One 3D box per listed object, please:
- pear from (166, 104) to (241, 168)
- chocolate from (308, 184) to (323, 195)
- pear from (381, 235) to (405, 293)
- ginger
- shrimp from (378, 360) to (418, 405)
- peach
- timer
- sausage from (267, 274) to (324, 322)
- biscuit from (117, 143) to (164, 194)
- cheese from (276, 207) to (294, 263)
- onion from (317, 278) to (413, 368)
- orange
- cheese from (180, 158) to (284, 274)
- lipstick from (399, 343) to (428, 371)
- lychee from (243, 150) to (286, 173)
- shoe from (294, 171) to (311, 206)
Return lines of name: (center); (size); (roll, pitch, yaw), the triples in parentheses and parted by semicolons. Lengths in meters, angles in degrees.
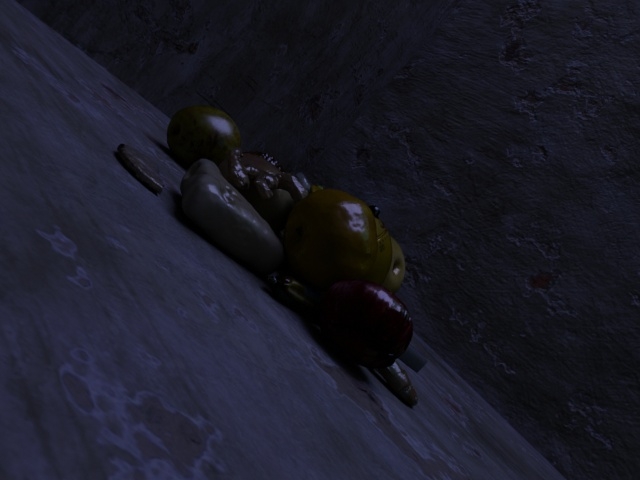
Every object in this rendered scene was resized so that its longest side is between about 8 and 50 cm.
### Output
pear: (-0.451, -0.387, 2.215); (0.284, 0.283, 0.283); (41, 4, -3)
chocolate: (0.000, 0.000, 2.139); (0.301, 0.288, 0.137); (43, -7, 9)
pear: (0.223, 0.120, 2.633); (0.348, 0.348, 0.348); (41, 4, -3)
ginger: (-0.157, -0.166, 1.631); (0.259, 0.065, 0.149); (30, 42, -10)
shrimp: (0.185, 0.337, 1.586); (0.267, 0.061, 0.145); (50, 6, 8)
peach: (-0.208, -0.140, 1.809); (0.292, 0.248, 0.292); (60, 16, -29)
timer: (0.045, -0.002, 1.843); (0.376, 0.377, 0.386); (-84, 148, -86)
sausage: (-0.016, 0.170, 1.522); (0.372, 0.082, 0.082); (37, 6, -45)
biscuit: (-0.467, -0.196, 1.480); (0.133, 0.032, 0.250); (40, 4, -29)
cheese: (-0.099, -0.013, 1.987); (0.091, 0.202, 0.175); (10, -9, 33)
onion: (0.105, 0.210, 1.415); (0.247, 0.190, 0.246); (29, -30, 19)
orange: (0.029, 0.002, 1.539); (0.235, 0.278, 0.279); (11, 22, -34)
cheese: (-0.236, -0.057, 1.550); (0.328, 0.130, 0.351); (45, 2, -23)
lipstick: (0.270, 0.376, 2.148); (0.317, 0.068, 0.066); (41, 3, -22)
lychee: (-0.243, -0.197, 2.076); (0.267, 0.267, 0.267); (41, 4, -3)
shoe: (-0.154, -0.146, 2.279); (0.132, 0.211, 0.342); (58, -25, 0)
